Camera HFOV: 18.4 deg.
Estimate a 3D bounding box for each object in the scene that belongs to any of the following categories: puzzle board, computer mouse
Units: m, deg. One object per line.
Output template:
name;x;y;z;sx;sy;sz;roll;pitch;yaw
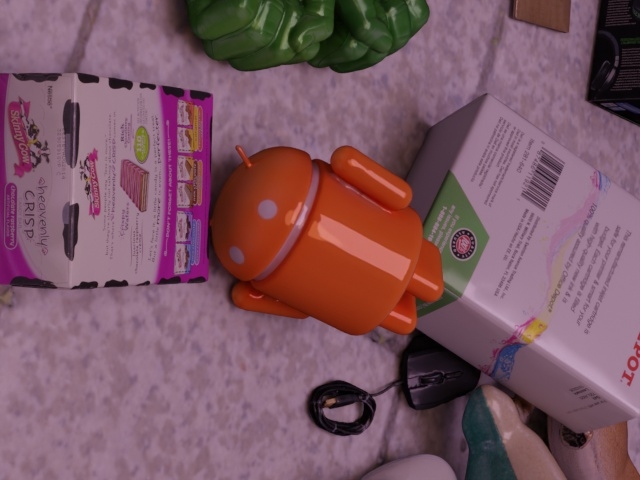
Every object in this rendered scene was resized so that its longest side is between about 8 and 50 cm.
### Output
puzzle board;0.233;-0.287;2.067;0.096;0.011;0.128;7;85;-48
computer mouse;0.080;0.138;1.884;0.242;0.041;0.071;-17;105;-47

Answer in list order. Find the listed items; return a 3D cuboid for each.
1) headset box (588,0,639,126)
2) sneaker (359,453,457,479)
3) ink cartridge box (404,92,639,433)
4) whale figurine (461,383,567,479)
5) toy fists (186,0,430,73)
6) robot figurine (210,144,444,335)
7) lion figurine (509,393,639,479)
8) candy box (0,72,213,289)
headset box;0.432;-0.262;2.203;0.246;0.131;0.283;16;79;-48
sneaker;0.051;0.260;1.796;0.258;0.091;0.094;-30;78;-44
ink cartridge box;0.204;0.027;1.883;0.278;0.117;0.201;34;63;-14
whale figurine;0.181;0.275;1.891;0.216;0.141;0.272;54;13;-84
toy fists;-0.008;-0.218;1.730;0.279;0.096;0.142;-5;96;-50
robot figurine;-0.001;0.002;1.696;0.219;0.158;0.128;28;68;-18
lion figurine;0.286;0.212;2.076;0.240;0.142;0.392;-42;136;-52
candy box;-0.164;-0.044;1.527;0.233;0.071;0.159;1;91;-68
